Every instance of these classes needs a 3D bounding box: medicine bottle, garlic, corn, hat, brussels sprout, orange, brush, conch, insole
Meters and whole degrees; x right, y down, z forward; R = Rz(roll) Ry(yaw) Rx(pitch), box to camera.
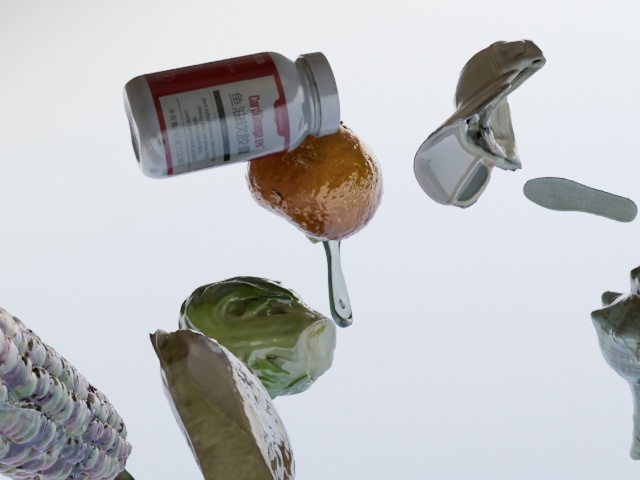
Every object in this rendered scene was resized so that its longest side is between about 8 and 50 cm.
[{"bbox_3d":[-0.109,-0.159,1.349,0.250,0.131,0.131,-13,-160,-13],"label":"medicine bottle"},{"bbox_3d":[-0.082,0.162,0.965,0.087,0.195,0.101,-26,171,3],"label":"garlic"},{"bbox_3d":[-0.191,0.096,0.671,0.092,0.280,0.092,-4,-113,10],"label":"corn"},{"bbox_3d":[0.199,-0.166,1.484,0.226,0.219,0.164,-19,-128,-19],"label":"hat"},{"bbox_3d":[-0.089,0.131,1.500,0.223,0.161,0.223,16,-168,-3],"label":"brussels sprout"},{"bbox_3d":[-0.005,-0.090,1.500,0.161,0.193,0.193,-59,-158,7],"label":"orange"},{"bbox_3d":[0.000,0.000,1.711,0.060,0.068,0.296,-21,-115,30],"label":"brush"},{"bbox_3d":[0.461,0.132,1.542,0.170,0.386,0.203,34,-135,21],"label":"conch"},{"bbox_3d":[0.337,-0.053,1.429,0.153,0.053,0.002,17,-143,22],"label":"insole"}]

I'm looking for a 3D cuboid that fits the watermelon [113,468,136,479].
[{"bbox_3d":[-0.342,0.408,1.565,0.256,0.176,0.260,2,-110,32],"label":"watermelon"}]
